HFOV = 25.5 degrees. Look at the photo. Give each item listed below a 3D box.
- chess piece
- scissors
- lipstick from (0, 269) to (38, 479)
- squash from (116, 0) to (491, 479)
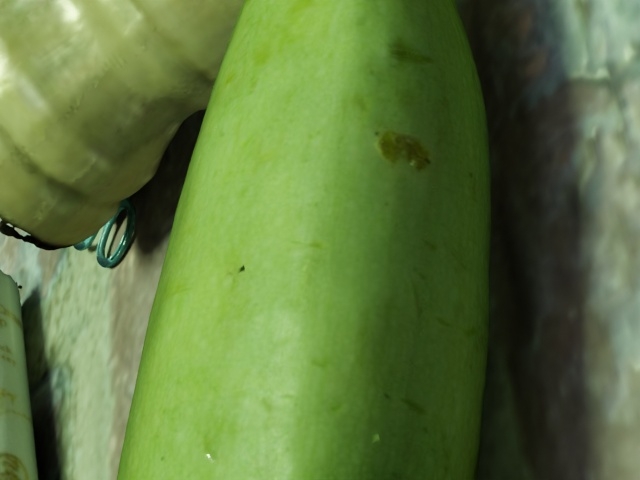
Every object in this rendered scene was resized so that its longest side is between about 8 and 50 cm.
[{"bbox_3d":[-0.049,-0.131,0.657,0.301,0.137,0.137,-35,43,20],"label":"chess piece"},{"bbox_3d":[-0.099,-0.045,0.749,0.058,0.014,0.119,29,97,51],"label":"scissors"},{"bbox_3d":[-0.171,0.119,0.709,0.059,0.059,0.264,-48,37,25],"label":"lipstick"},{"bbox_3d":[0.004,0.004,0.490,0.118,0.118,0.370,-26,47,45],"label":"squash"}]
